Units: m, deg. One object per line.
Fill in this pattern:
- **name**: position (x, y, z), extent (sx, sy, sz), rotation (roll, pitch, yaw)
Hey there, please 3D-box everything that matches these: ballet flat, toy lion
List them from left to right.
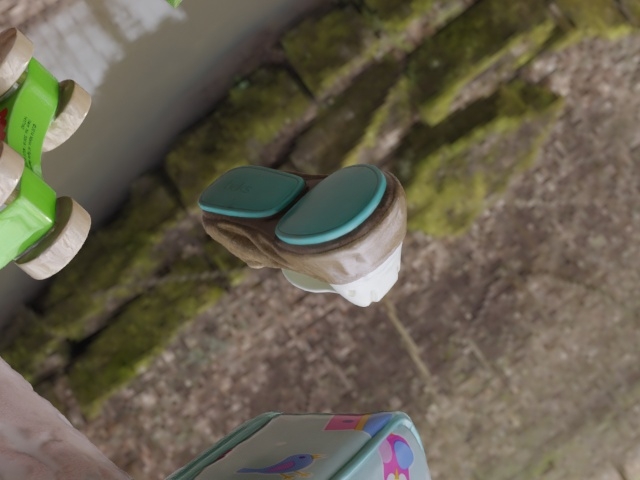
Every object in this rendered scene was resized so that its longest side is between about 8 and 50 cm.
- **toy lion**: position (-0.109, -0.002, 0.414), extent (0.096, 0.100, 0.034), rotation (-36, 123, 18)
- **ballet flat**: position (0.000, 0.000, 1.345), extent (0.116, 0.124, 0.342), rotation (-45, -158, -20)

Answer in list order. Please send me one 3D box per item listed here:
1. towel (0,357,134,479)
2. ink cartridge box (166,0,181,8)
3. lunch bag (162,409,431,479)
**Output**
- **towel**: position (-0.282, 0.064, 0.707), extent (0.317, 0.332, 0.053), rotation (3, 119, -55)
- **ink cartridge box**: position (-0.076, -0.339, 1.197), extent (0.255, 0.097, 0.189), rotation (-52, 180, -12)
- **lunch bag**: position (-0.004, 0.228, 0.684), extent (0.108, 0.279, 0.224), rotation (-4, -168, 22)
